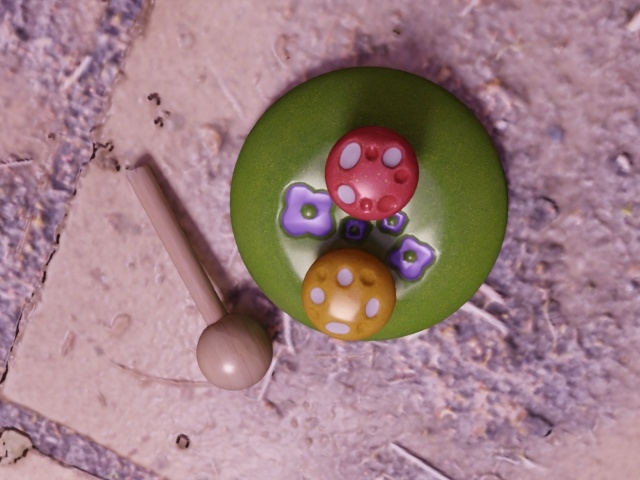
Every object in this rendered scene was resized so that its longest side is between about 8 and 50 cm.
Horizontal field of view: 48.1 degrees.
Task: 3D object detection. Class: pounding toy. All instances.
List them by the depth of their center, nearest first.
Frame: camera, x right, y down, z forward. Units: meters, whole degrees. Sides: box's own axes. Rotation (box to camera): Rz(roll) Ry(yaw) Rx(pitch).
[{"bbox_3d":[0.000,0.000,0.434,0.237,0.110,0.183,-21,101,12],"label":"pounding toy"}]
